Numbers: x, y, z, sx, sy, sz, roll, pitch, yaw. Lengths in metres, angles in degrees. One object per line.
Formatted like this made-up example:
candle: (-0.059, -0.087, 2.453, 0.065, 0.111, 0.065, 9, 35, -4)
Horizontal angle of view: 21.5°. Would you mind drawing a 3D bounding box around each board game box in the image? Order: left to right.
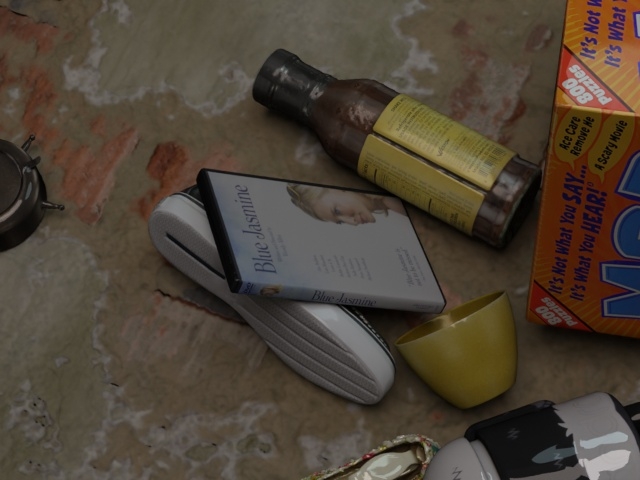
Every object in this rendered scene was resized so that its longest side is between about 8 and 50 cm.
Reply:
board game box: (0.419, -0.133, 1.739, 0.356, 0.356, 0.356, 7, 54, 8)

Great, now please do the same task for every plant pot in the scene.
plant pot: (0.160, 0.124, 1.816, 0.134, 0.134, 0.095, -27, 93, -8)

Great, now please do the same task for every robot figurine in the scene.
robot figurine: (0.241, 0.258, 1.721, 0.278, 0.209, 0.173, -17, 89, -5)

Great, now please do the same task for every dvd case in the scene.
dvd case: (0.000, 0.000, 1.831, 0.253, 0.022, 0.180, 7, 41, -26)

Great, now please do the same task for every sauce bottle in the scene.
sauce bottle: (0.083, -0.116, 1.924, 0.344, 0.111, 0.111, 31, 72, 15)

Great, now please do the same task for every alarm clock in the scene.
alarm clock: (-0.404, -0.047, 1.954, 0.192, 0.064, 0.129, -25, 67, -4)

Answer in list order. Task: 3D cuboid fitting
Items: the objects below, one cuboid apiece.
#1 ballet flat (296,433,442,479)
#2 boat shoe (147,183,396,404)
ballet flat: (0.021, 0.269, 1.778, 0.241, 0.077, 0.091, -30, 69, -9)
boat shoe: (-0.034, 0.039, 1.858, 0.335, 0.121, 0.119, 40, 56, 13)
